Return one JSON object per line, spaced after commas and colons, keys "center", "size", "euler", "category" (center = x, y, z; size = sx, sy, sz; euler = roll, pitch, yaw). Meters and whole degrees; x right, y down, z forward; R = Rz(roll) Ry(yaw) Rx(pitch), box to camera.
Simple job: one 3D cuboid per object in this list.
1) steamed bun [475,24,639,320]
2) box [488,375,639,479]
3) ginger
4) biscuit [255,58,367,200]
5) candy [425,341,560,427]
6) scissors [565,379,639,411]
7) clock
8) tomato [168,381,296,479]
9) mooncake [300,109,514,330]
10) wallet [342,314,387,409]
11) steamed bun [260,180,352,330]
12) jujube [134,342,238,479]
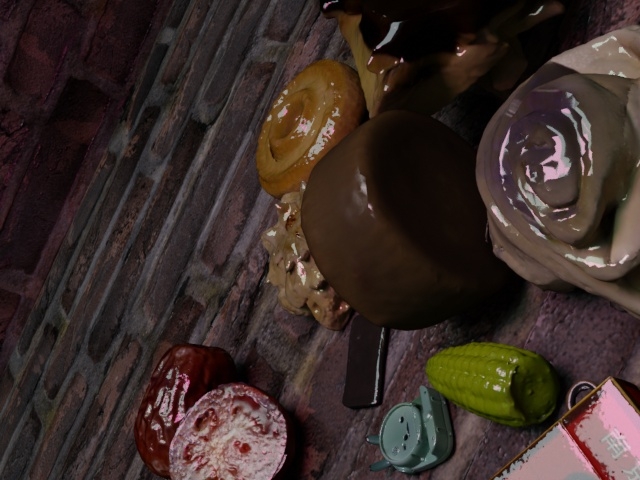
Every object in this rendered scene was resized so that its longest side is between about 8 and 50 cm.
{"center": [0.311, -0.078, 0.932], "size": [0.394, 0.238, 0.346], "euler": [-38, 42, 37], "category": "steamed bun"}
{"center": [0.266, 0.275, 0.882], "size": [0.240, 0.074, 0.153], "euler": [-47, 44, 20], "category": "box"}
{"center": [0.186, -0.300, 1.292], "size": [0.413, 0.211, 0.358], "euler": [-31, 32, -19], "category": "ginger"}
{"center": [-0.028, -0.214, 1.660], "size": [0.296, 0.102, 0.296], "euler": [-37, 42, 42], "category": "biscuit"}
{"center": [0.200, 0.172, 1.072], "size": [0.209, 0.097, 0.096], "euler": [-1, 69, 62], "category": "candy"}
{"center": [0.301, 0.259, 0.921], "size": [0.088, 0.017, 0.220], "euler": [-3, 70, 34], "category": "scissors"}
{"center": [0.118, 0.267, 1.171], "size": [0.135, 0.041, 0.101], "euler": [-42, 39, 33], "category": "clock"}
{"center": [-0.137, 0.348, 1.404], "size": [0.225, 0.085, 0.224], "euler": [-11, 58, 19], "category": "tomato"}
{"center": [0.115, -0.024, 1.142], "size": [0.155, 0.285, 0.284], "euler": [-35, 43, 43], "category": "mooncake"}
{"center": [0.070, 0.181, 1.322], "size": [0.082, 0.018, 0.156], "euler": [-23, 52, 47], "category": "wallet"}
{"center": [0.000, 0.000, 1.442], "size": [0.292, 0.137, 0.295], "euler": [-22, 50, 45], "category": "steamed bun"}
{"center": [-0.243, 0.307, 1.550], "size": [0.183, 0.183, 0.243], "euler": [4, 83, 57], "category": "jujube"}
